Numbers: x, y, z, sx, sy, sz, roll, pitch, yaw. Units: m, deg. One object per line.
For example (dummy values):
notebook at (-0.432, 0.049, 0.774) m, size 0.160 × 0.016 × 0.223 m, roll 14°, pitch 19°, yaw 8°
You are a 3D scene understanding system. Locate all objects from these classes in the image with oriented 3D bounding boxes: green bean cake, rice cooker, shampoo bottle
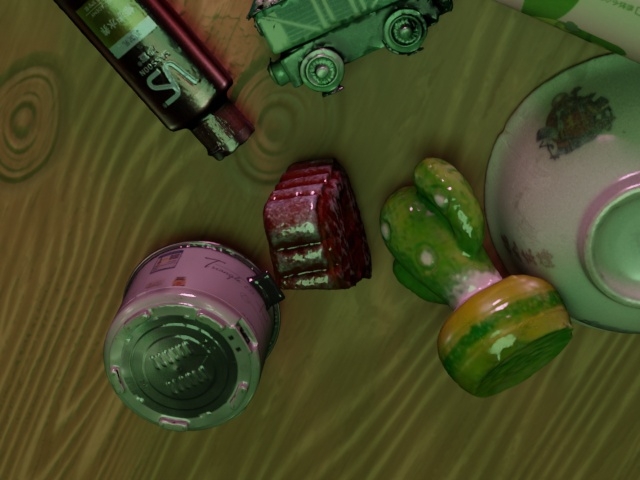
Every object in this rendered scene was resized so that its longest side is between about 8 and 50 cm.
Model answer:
green bean cake at (0.000, 0.000, 1.736) m, size 0.097 × 0.232 × 0.198 m, roll -9°, pitch 107°, yaw 14°
rice cooker at (-0.184, 0.136, 1.812) m, size 0.281 × 0.227 × 0.241 m, roll -29°, pitch 109°, yaw 16°
shampoo bottle at (-0.223, -0.252, 1.737) m, size 0.129 × 0.084 × 0.323 m, roll -34°, pitch 105°, yaw 21°

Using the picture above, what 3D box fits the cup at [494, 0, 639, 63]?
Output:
cup at (0.367, -0.351, 1.554) m, size 0.274 × 0.253 × 0.253 m, roll 20°, pitch 113°, yaw 5°

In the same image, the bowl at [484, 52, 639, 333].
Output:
bowl at (0.439, -0.027, 1.694) m, size 0.435 × 0.196 × 0.434 m, roll 3°, pitch 112°, yaw 6°

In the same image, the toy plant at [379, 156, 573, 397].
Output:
toy plant at (0.196, 0.049, 1.738) m, size 0.315 × 0.185 × 0.224 m, roll 59°, pitch 148°, yaw 22°

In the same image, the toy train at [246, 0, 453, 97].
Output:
toy train at (0.039, -0.299, 1.672) m, size 0.270 × 0.115 × 0.154 m, roll -21°, pitch 114°, yaw 15°
